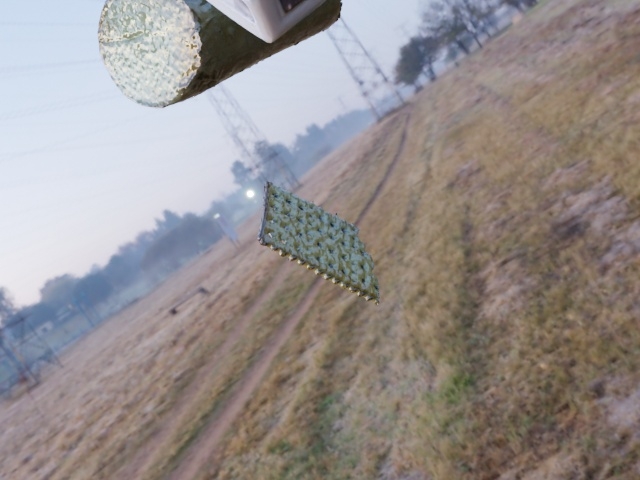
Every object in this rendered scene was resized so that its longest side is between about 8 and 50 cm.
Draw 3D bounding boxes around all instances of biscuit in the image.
[{"bbox_3d":[0.001,-0.001,1.058,0.016,0.203,0.144,-46,28,35],"label":"biscuit"}]

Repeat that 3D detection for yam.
[{"bbox_3d":[-0.124,-0.295,0.964,0.304,0.168,0.168,-35,5,-33],"label":"yam"}]

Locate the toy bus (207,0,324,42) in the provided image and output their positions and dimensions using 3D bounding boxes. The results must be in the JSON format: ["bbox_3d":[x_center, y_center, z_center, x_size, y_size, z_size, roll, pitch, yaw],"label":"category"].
[{"bbox_3d":[0.035,-0.257,0.430,0.297,0.106,0.131,-41,-31,-13],"label":"toy bus"}]
